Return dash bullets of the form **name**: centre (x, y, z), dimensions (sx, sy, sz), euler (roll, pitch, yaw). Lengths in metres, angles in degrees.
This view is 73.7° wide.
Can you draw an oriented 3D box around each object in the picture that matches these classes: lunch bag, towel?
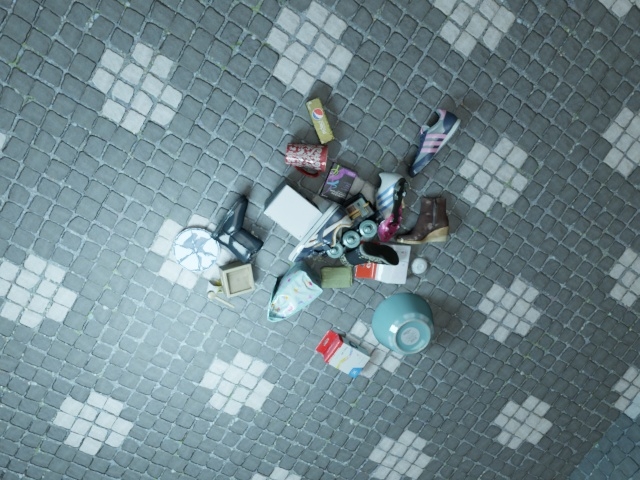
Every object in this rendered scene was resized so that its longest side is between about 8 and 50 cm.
- **lunch bag**: centre (-0.132, 0.230, 1.885), dimensions (0.262, 0.223, 0.160), euler (-42, 100, 7)
- **towel**: centre (0.076, 0.171, 1.996), dimensions (0.148, 0.027, 0.109), euler (-3, 106, -7)

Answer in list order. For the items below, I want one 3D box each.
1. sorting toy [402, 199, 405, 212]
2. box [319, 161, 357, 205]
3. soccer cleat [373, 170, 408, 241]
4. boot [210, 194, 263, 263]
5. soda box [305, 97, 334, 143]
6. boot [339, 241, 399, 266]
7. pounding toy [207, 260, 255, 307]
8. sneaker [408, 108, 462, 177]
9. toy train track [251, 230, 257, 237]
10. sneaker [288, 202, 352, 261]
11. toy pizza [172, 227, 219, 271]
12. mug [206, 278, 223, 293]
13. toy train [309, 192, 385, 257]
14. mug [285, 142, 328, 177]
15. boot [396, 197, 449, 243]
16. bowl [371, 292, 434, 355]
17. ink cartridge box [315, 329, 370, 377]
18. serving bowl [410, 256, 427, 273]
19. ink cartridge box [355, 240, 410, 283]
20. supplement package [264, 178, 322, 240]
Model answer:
- **sorting toy**: centre (0.356, -0.158, 1.950), dimensions (0.062, 0.012, 0.083), euler (-19, 107, 1)
- **box**: centre (0.078, -0.249, 1.882), dimensions (0.116, 0.029, 0.161), euler (21, 103, -12)
- **soccer cleat**: centre (0.296, -0.155, 1.905), dimensions (0.116, 0.143, 0.330), euler (-20, 132, -37)
- **boot**: centre (-0.326, -0.046, 1.839), dimensions (0.207, 0.094, 0.246), euler (36, 97, -7)
- **soda box**: centre (-0.003, -0.499, 1.788), dimensions (0.062, 0.058, 0.181), euler (-22, 107, 0)
- **boot**: centre (0.221, 0.077, 1.934), dimensions (0.237, 0.179, 0.085), euler (18, 63, -34)
- **pounding toy**: centre (-0.405, 0.201, 1.887), dimensions (0.206, 0.094, 0.180), euler (-15, 108, -24)
- **sneaker**: centre (0.465, -0.424, 1.856), dimensions (0.131, 0.112, 0.319), euler (39, 95, 2)
- **toy train track**: centre (-0.323, -0.021, 1.902), dimensions (0.084, 0.014, 0.048), euler (9, 104, -9)
- **sneaker**: centre (0.000, 0.000, 1.780), dimensions (0.127, 0.126, 0.321), euler (42, 112, -1)
- **toy pizza**: centre (-0.547, 0.041, 1.881), dimensions (0.202, 0.032, 0.201), euler (-2, 105, -8)
- **mug**: centre (-0.476, 0.219, 1.925), dimensions (0.078, 0.062, 0.064), euler (23, 109, -5)
- **toy train**: centre (0.110, -0.062, 1.873), dimensions (0.334, 0.142, 0.190), euler (-33, 94, 16)
- **mug**: centre (-0.060, -0.337, 1.796), dimensions (0.170, 0.113, 0.150), euler (8, 108, -1)
- **boot**: centre (0.465, -0.090, 1.960), dimensions (0.249, 0.090, 0.206), euler (-5, 94, -4)
- **bowl**: centre (0.415, 0.423, 2.038), dimensions (0.312, 0.163, 0.310), euler (-2, 105, -8)
- **ink cartridge box**: centre (0.107, 0.551, 2.077), dimensions (0.231, 0.078, 0.134), euler (31, 99, -13)
- **serving bowl**: centre (0.471, 0.122, 2.032), dimensions (0.084, 0.027, 0.083), euler (-2, 105, -6)
- **ink cartridge box**: centre (0.292, 0.102, 1.992), dimensions (0.233, 0.066, 0.188), euler (2, 105, -12)
- **supplement package**: centre (-0.118, -0.134, 1.798), dimensions (0.194, 0.203, 0.149), euler (38, 98, -15)
